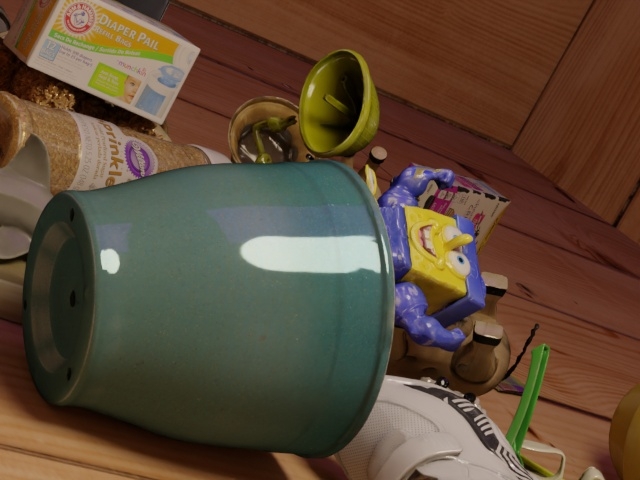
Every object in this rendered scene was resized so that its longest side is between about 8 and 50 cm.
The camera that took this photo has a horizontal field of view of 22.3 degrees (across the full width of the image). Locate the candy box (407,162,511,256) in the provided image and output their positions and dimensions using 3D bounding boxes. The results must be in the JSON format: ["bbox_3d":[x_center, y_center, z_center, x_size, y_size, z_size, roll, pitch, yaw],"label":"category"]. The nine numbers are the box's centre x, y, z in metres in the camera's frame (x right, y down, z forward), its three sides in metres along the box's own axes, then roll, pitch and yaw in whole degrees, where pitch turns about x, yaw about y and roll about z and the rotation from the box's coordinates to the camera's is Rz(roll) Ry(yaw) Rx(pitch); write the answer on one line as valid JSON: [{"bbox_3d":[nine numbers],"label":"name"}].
[{"bbox_3d":[0.187,-0.026,2.561,0.071,0.159,0.233,37,16,30],"label":"candy box"}]

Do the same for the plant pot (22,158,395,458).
[{"bbox_3d":[-0.113,0.052,1.413,0.255,0.271,0.271,5,23,-29],"label":"plant pot"}]

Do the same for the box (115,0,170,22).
[{"bbox_3d":[-0.270,-0.289,2.182,0.093,0.156,0.158,26,4,-11],"label":"box"}]

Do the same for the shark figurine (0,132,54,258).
[{"bbox_3d":[-0.315,-0.055,1.542,0.278,0.116,0.166,22,12,-32],"label":"shark figurine"}]

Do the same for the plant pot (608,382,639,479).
[{"bbox_3d":[0.453,0.248,1.894,0.254,0.254,0.239,26,-3,-12],"label":"plant pot"}]

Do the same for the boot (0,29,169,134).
[{"bbox_3d":[-0.348,-0.201,2.278,0.203,0.095,0.262,36,11,26],"label":"boot"}]

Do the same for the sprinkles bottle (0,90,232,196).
[{"bbox_3d":[-0.256,-0.081,1.919,0.355,0.121,0.121,13,19,-48],"label":"sprinkles bottle"}]

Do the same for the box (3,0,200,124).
[{"bbox_3d":[-0.273,-0.243,2.021,0.203,0.114,0.103,22,10,-34],"label":"box"}]

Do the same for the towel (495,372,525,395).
[{"bbox_3d":[0.245,0.189,2.169,0.083,0.009,0.060,15,17,-49],"label":"towel"}]

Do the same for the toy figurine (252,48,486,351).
[{"bbox_3d":[0.070,0.006,1.652,0.217,0.191,0.362,21,45,-31],"label":"toy figurine"}]

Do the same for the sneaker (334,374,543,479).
[{"bbox_3d":[0.097,0.230,1.384,0.366,0.137,0.210,41,14,33],"label":"sneaker"}]

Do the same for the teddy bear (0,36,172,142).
[{"bbox_3d":[-0.342,-0.165,2.097,0.338,0.113,0.245,23,8,-36],"label":"teddy bear"}]

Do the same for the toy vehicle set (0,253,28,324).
[{"bbox_3d":[-0.245,0.050,1.609,0.267,0.035,0.166,20,15,-32],"label":"toy vehicle set"}]

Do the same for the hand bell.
[{"bbox_3d":[-0.100,-0.087,2.153,0.126,0.126,0.242,26,-26,-12],"label":"hand bell"}]

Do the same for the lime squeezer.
[{"bbox_3d":[0.220,0.263,1.635,0.059,0.110,0.310,52,22,-51],"label":"lime squeezer"}]

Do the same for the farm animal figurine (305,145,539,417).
[{"bbox_3d":[0.067,0.081,1.758,0.327,0.172,0.330,23,50,9],"label":"farm animal figurine"}]

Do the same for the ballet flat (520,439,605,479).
[{"bbox_3d":[0.256,0.266,1.725,0.231,0.077,0.077,27,12,-4],"label":"ballet flat"}]

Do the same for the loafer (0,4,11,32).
[{"bbox_3d":[-0.500,-0.303,2.307,0.111,0.112,0.319,18,13,-8],"label":"loafer"}]
